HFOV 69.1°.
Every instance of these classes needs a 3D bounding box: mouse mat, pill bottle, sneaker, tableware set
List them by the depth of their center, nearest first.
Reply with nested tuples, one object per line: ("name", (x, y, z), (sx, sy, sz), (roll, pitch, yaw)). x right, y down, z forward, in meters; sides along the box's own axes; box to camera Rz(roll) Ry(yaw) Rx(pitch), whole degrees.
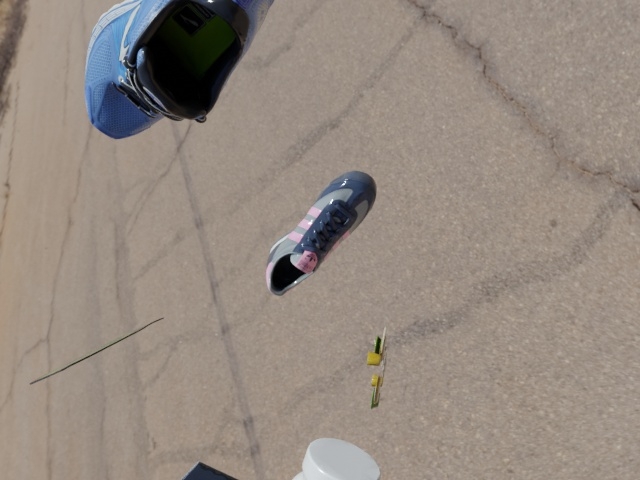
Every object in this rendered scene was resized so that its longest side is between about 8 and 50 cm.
("sneaker", (-0.181, -0.195, 0.510), (0.329, 0.129, 0.147), (-24, 47, 41))
("mouse mat", (-0.374, 0.184, 0.788), (0.152, 0.189, 0.007), (-25, 93, 36))
("pill bottle", (0.001, 0.502, 0.797), (0.162, 0.162, 0.279), (23, 97, 47))
("tableware set", (0.094, 0.223, 0.797), (0.024, 0.154, 0.104), (8, 53, 14))
("sneaker", (0.000, 0.000, 0.943), (0.319, 0.112, 0.131), (-47, 20, 31))

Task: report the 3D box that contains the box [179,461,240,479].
("box", (-0.205, 0.934, 1.220), (0.479, 0.297, 0.473), (10, 114, 25))
